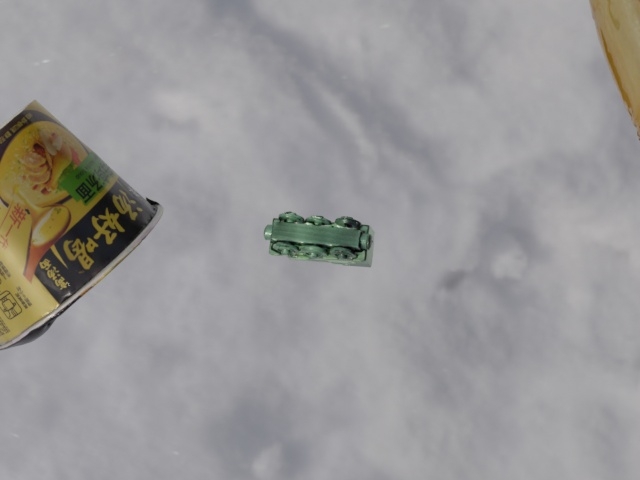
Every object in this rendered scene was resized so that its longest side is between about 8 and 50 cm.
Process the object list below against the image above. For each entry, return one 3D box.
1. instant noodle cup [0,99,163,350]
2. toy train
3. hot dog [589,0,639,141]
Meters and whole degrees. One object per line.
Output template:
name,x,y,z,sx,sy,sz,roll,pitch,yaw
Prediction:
instant noodle cup,-0.200,-0.016,0.965,0.151,0.151,0.122,-46,106,-23
toy train,0.000,0.000,1.067,0.053,0.083,0.033,49,46,-74
hot dog,0.140,-0.075,0.471,0.102,0.076,0.249,-14,69,-12
